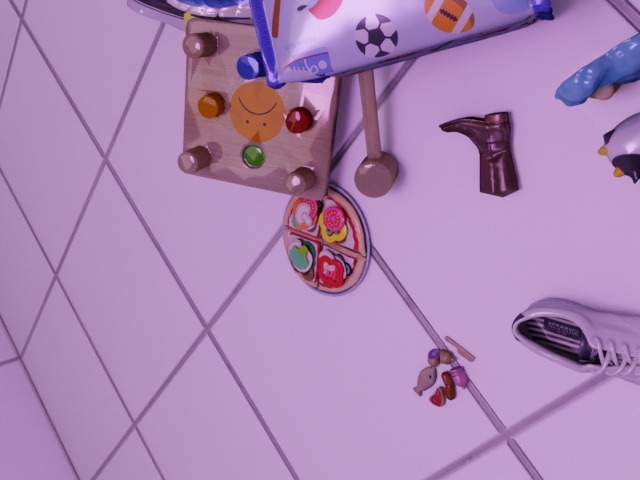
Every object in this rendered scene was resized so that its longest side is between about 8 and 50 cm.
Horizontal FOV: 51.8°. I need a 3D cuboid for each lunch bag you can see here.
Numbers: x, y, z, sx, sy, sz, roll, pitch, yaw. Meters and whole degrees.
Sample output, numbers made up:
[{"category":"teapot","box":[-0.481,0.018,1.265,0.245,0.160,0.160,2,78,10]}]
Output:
[{"category":"lunch bag","box":[0.072,-0.402,0.750,0.328,0.239,0.385,-11,101,21]}]

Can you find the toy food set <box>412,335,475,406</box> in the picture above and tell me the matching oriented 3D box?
[{"category":"toy food set","box":[0.187,0.210,1.009,0.078,0.019,0.122,38,125,31]}]

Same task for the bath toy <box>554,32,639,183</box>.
[{"category":"bath toy","box":[0.394,-0.054,0.665,0.348,0.129,0.151,58,167,17]}]

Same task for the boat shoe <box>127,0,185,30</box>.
[{"category":"boat shoe","box":[-0.276,-0.445,1.236,0.229,0.080,0.076,31,115,33]}]

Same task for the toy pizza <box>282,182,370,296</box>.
[{"category":"toy pizza","box":[0.000,0.000,1.122,0.201,0.032,0.201,14,111,41]}]

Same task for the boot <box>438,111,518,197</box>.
[{"category":"boot","box":[0.212,-0.111,0.889,0.106,0.037,0.114,2,107,46]}]

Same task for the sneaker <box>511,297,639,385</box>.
[{"category":"sneaker","box":[0.351,0.133,0.779,0.258,0.091,0.094,9,107,42]}]

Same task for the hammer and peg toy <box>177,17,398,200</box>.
[{"category":"hammer and peg toy","box":[-0.044,-0.201,1.026,0.362,0.127,0.265,12,112,14]}]

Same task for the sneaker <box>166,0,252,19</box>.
[{"category":"sneaker","box":[-0.099,-0.410,0.982,0.330,0.129,0.147,7,119,15]}]

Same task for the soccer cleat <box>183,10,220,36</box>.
[{"category":"soccer cleat","box":[-0.201,-0.277,1.168,0.121,0.093,0.289,-8,106,27]}]
